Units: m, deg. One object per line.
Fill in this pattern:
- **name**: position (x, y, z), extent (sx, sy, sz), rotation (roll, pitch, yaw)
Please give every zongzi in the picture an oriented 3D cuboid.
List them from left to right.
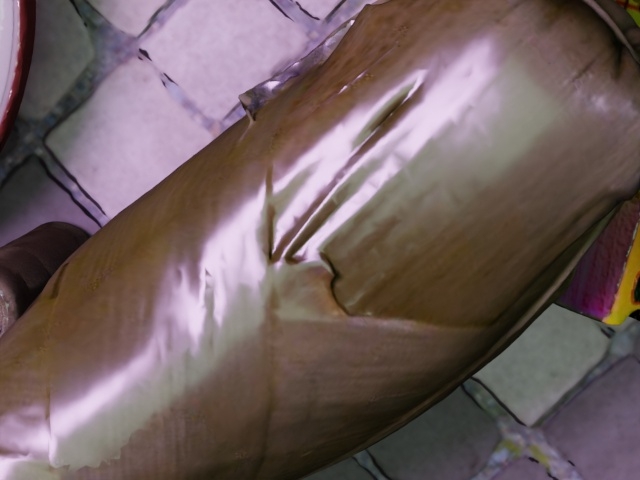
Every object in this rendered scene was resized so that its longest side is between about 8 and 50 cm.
- **zongzi**: position (0.000, 0.000, 0.819), extent (0.181, 0.418, 0.447), rotation (51, 131, 7)

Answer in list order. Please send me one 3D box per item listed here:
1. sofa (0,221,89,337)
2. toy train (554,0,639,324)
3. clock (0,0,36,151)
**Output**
- **sofa**: position (-0.182, 0.128, 1.018), extent (0.182, 0.200, 0.258), rotation (2, 98, 8)
- **toy train**: position (0.202, -0.091, 0.960), extent (0.100, 0.160, 0.296), rotation (26, 105, 45)
- **clock**: position (-0.305, -0.137, 1.011), extent (0.318, 0.080, 0.319), rotation (5, 104, 20)
